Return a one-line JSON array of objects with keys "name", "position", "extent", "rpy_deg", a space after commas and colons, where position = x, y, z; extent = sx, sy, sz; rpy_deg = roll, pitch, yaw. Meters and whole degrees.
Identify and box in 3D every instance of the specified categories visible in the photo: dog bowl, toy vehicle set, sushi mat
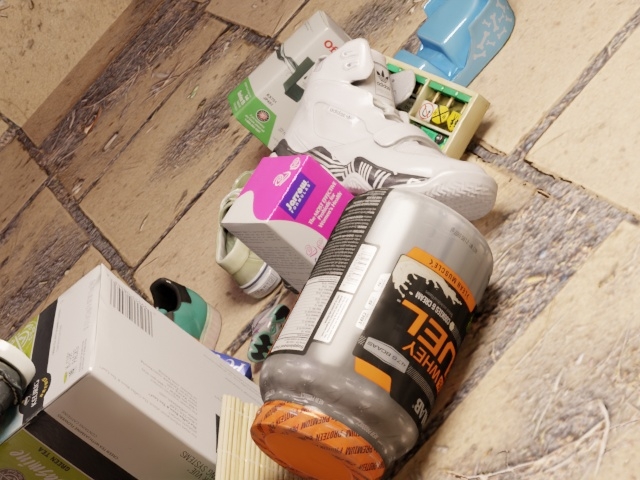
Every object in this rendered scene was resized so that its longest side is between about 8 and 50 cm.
[{"name": "dog bowl", "position": [0.168, -0.265, 2.010], "extent": [0.297, 0.074, 0.166], "rpy_deg": [-48, 27, 1]}, {"name": "toy vehicle set", "position": [0.093, -0.165, 1.898], "extent": [0.267, 0.035, 0.166], "rpy_deg": [29, 90, 42]}, {"name": "sushi mat", "position": [-0.048, 0.301, 1.503], "extent": [0.317, 0.151, 0.019], "rpy_deg": [-90, 22, -52]}]

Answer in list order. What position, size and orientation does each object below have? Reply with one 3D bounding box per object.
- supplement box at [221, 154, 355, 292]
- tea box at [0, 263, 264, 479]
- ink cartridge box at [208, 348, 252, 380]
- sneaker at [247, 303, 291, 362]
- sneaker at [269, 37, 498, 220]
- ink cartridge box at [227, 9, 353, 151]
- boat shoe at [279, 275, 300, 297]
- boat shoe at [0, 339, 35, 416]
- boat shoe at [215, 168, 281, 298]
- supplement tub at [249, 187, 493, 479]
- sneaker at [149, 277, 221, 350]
[{"name": "supplement box", "position": [0.000, 0.000, 1.743], "extent": [0.114, 0.220, 0.111], "rpy_deg": [1, 55, 56]}, {"name": "tea box", "position": [-0.261, 0.269, 1.655], "extent": [0.323, 0.329, 0.220], "rpy_deg": [-38, 29, 18]}, {"name": "ink cartridge box", "position": [-0.207, 0.183, 1.858], "extent": [0.046, 0.207, 0.097], "rpy_deg": [90, -158, -57]}, {"name": "sneaker", "position": [-0.085, 0.133, 1.903], "extent": [0.069, 0.038, 0.098], "rpy_deg": [-13, 34, 51]}, {"name": "sneaker", "position": [0.089, -0.146, 1.774], "extent": [0.365, 0.137, 0.210], "rpy_deg": [10, 80, 44]}, {"name": "ink cartridge box", "position": [-0.019, -0.236, 2.162], "extent": [0.208, 0.153, 0.087], "rpy_deg": [-43, 28, 13]}, {"name": "boat shoe", "position": [0.003, -0.062, 1.955], "extent": [0.116, 0.099, 0.319], "rpy_deg": [-22, 36, 41]}, {"name": "boat shoe", "position": [-0.450, 0.183, 1.561], "extent": [0.302, 0.114, 0.091], "rpy_deg": [-22, 32, 43]}, {"name": "boat shoe", "position": [-0.108, -0.033, 2.088], "extent": [0.109, 0.094, 0.302], "rpy_deg": [-39, 28, 17]}, {"name": "supplement tub", "position": [0.055, 0.114, 1.542], "extent": [0.193, 0.193, 0.316], "rpy_deg": [-9, 47, 52]}, {"name": "sneaker", "position": [-0.226, 0.178, 1.953], "extent": [0.108, 0.121, 0.302], "rpy_deg": [-34, 30, 27]}]
